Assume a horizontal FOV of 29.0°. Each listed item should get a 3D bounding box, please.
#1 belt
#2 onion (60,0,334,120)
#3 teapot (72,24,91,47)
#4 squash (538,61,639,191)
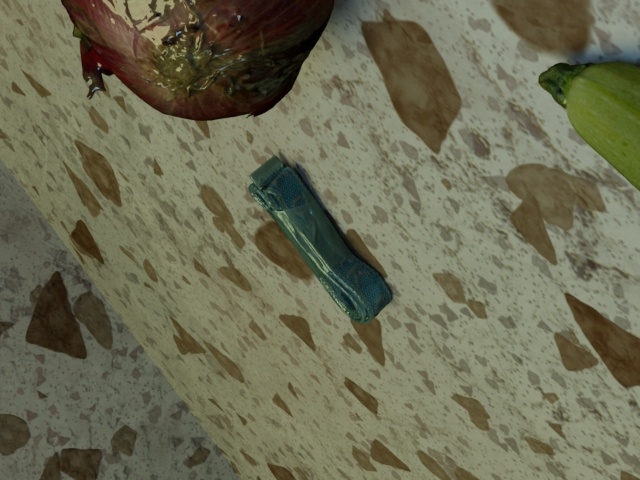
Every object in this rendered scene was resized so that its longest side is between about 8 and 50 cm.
[{"bbox_3d":[0.000,0.000,1.951,0.302,0.072,0.087,52,160,-9],"label":"belt"},{"bbox_3d":[-0.151,-0.302,1.462,0.353,0.353,0.353,39,154,23],"label":"onion"},{"bbox_3d":[-0.259,-0.341,1.824,0.182,0.173,0.269,17,128,-9],"label":"teapot"},{"bbox_3d":[0.312,-0.108,1.194,0.287,0.137,0.137,38,154,29],"label":"squash"}]
